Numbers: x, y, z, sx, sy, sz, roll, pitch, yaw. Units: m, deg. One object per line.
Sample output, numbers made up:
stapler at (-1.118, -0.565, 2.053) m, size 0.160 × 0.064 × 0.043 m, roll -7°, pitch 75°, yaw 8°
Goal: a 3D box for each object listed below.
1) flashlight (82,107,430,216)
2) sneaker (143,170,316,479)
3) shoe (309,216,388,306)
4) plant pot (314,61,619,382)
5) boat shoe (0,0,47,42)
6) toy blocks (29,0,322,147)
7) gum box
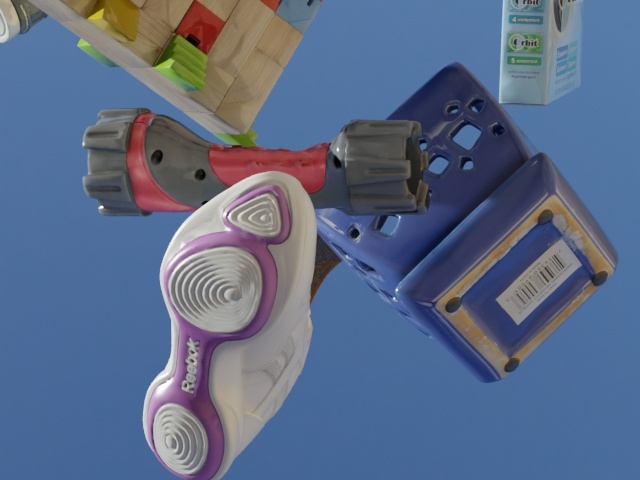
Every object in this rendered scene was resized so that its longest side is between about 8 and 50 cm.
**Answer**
flashlight at (-0.059, -0.073, 1.524) m, size 0.103 × 0.304 × 0.103 m, roll 8°, pitch -98°, yaw -72°
sneaker at (-0.063, 0.057, 1.407) m, size 0.114 × 0.305 × 0.152 m, roll 32°, pitch -143°, yaw 16°
shoe at (0.000, 0.000, 1.903) m, size 0.076 × 0.219 × 0.058 m, roll 30°, pitch -165°, yaw -34°
plant pot at (0.160, -0.005, 1.752) m, size 0.236 × 0.236 × 0.212 m, roll 46°, pitch -179°, yaw -45°
boat shoe at (-0.450, -0.417, 2.195) m, size 0.099 × 0.116 × 0.319 m, roll -31°, pitch -82°, yaw -30°
toy blocks at (-0.152, -0.313, 2.002) m, size 0.381 × 0.191 × 0.261 m, roll 36°, pitch -102°, yaw -26°
gum box at (0.182, -0.208, 1.360) m, size 0.041 × 0.184 × 0.157 m, roll 4°, pitch -169°, yaw 18°
